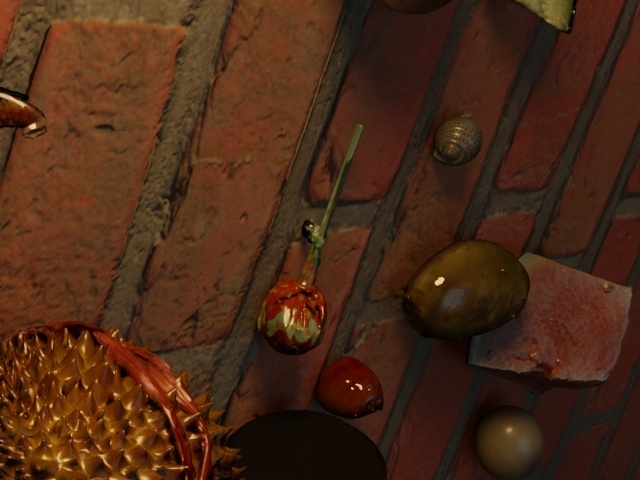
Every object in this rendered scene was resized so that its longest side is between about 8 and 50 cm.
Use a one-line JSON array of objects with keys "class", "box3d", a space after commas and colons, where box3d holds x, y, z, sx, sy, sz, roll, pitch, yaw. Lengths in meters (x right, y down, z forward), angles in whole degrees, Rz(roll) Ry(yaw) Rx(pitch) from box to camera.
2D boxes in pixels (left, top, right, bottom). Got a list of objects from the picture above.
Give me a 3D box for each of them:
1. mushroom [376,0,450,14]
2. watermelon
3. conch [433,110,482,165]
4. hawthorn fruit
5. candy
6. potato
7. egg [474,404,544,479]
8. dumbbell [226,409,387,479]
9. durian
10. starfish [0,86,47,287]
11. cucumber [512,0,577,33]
[{"class": "mushroom", "box3d": [0.122, -0.339, 1.559, 0.226, 0.178, 0.226, -37, 150, -25]}, {"class": "watermelon", "box3d": [0.346, 0.140, 2.284, 0.262, 0.201, 0.213, 16, 92, -56]}, {"class": "conch", "box3d": [0.182, -0.127, 1.953, 0.085, 0.056, 0.076, -34, 153, -38]}, {"class": "hawthorn fruit", "box3d": [0.044, 0.199, 1.977, 0.081, 0.093, 0.081, -36, 142, -34]}, {"class": "candy", "box3d": [-0.001, 0.000, 1.768, 0.084, 0.078, 0.287, -15, 125, -73]}, {"class": "potato", "box3d": [0.197, 0.068, 2.088, 0.251, 0.113, 0.149, -3, 126, -46]}, {"class": "egg", "box3d": [0.309, 0.334, 2.476, 0.114, 0.114, 0.152, -43, 149, -28]}, {"class": "dumbbell", "box3d": [-0.033, 0.394, 1.916, 0.204, 0.204, 0.322, -30, 138, -42]}, {"class": "durian", "box3d": [-0.235, 0.250, 1.400, 0.347, 0.347, 0.384, -54, -179, -12]}, {"class": "starfish", "box3d": [-0.334, -0.004, 1.179, 0.303, 0.113, 0.312, -55, 146, -9]}, {"class": "cucumber", "box3d": [0.264, -0.358, 1.855, 0.086, 0.115, 0.193, -98, -167, -62]}]
